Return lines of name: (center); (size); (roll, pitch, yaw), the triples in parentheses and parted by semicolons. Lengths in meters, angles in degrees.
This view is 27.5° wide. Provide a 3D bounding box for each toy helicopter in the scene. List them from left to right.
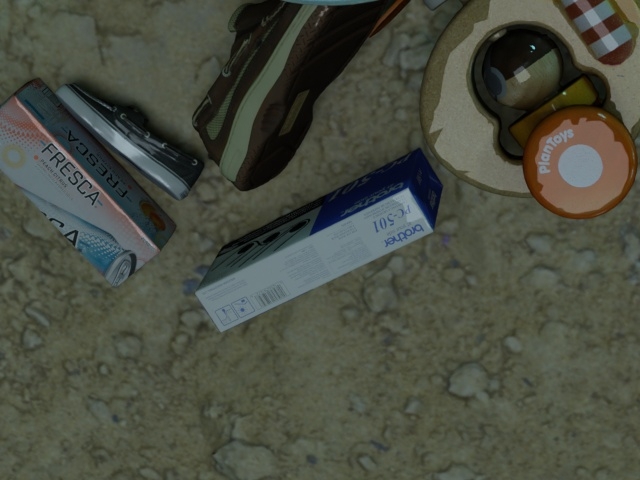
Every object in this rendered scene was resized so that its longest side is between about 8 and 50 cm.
toy helicopter: (0.184, -0.204, 0.984); (0.235, 0.140, 0.355); (28, 105, 7)

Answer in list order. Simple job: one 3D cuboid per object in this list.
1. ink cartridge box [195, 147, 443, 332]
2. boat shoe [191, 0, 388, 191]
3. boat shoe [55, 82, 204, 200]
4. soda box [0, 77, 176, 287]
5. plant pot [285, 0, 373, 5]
ink cartridge box: (0.000, 0.000, 1.101); (0.207, 0.097, 0.046); (-26, 107, 20)
boat shoe: (-0.035, -0.155, 1.028); (0.095, 0.095, 0.257); (47, 127, 17)
boat shoe: (-0.163, -0.092, 1.123); (0.142, 0.049, 0.040); (39, 81, -6)
soda box: (-0.213, -0.050, 1.139); (0.063, 0.058, 0.183); (-38, 102, 22)
plant pot: (0.022, -0.319, 0.869); (0.272, 0.255, 0.271); (4, 114, 9)
